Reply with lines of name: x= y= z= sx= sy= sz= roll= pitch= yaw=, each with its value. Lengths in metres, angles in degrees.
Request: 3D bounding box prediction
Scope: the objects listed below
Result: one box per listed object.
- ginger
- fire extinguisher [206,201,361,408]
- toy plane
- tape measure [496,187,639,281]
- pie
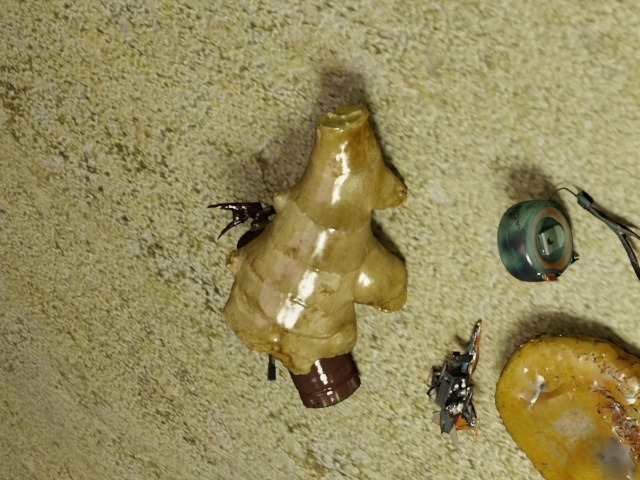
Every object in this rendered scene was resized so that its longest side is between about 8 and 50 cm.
ginger: x=0.021 y=0.013 z=1.483 sx=0.236 sy=0.166 sz=0.375 roll=35 pitch=124 yaw=3
fire extinguisher: x=-0.057 y=0.085 z=1.647 sx=0.105 sy=0.141 sz=0.341 roll=-129 pitch=16 yaw=-74
toy plane: x=0.187 y=0.192 z=1.527 sx=0.135 sy=0.062 sz=0.188 roll=-131 pitch=37 yaw=-51
tape measure: x=0.296 y=0.006 z=1.272 sx=0.180 sy=0.107 sz=0.104 roll=13 pitch=119 yaw=42
pie: x=0.339 y=0.235 z=1.399 sx=0.273 sy=0.069 sz=0.273 roll=23 pitch=130 yaw=31
